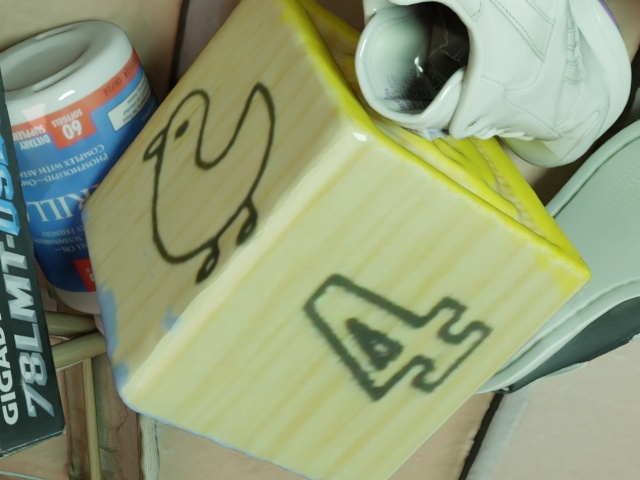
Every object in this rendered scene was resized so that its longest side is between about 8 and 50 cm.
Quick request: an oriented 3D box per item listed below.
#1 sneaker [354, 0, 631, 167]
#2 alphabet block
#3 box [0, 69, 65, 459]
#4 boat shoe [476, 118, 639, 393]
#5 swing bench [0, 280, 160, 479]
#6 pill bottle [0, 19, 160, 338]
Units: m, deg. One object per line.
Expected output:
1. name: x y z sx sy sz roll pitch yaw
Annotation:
1. sneaker: 0.081 -0.106 0.615 0.114 0.152 0.305 38 173 27
2. alphabet block: 0.000 0.000 0.683 0.193 0.192 0.197 27 113 -35
3. box: -0.318 0.002 0.735 0.293 0.073 0.296 -10 90 25
4. boat shoe: 0.200 0.004 0.752 0.302 0.091 0.114 -33 68 35
5. swing bench: -0.257 0.171 0.962 0.254 0.165 0.253 -4 129 -12
6. pill bottle: -0.149 -0.028 0.809 0.124 0.124 0.222 -8 124 22
